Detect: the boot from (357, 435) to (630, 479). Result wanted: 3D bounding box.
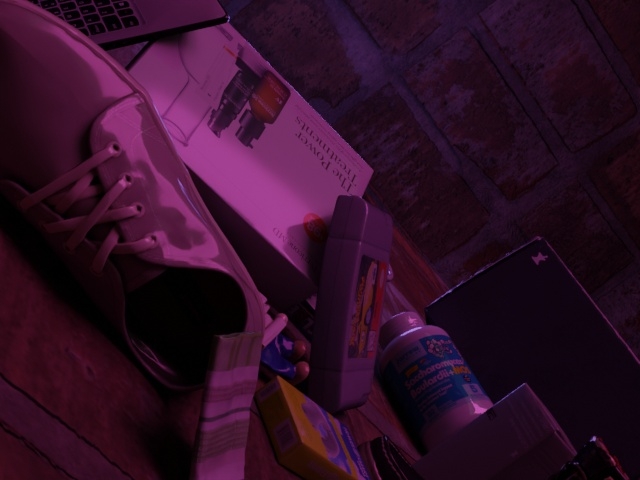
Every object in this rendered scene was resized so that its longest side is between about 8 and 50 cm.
[{"bbox_3d":[0.252,0.346,1.286,0.377,0.284,0.138,52,9,-6],"label":"boot"}]

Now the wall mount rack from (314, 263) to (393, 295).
[{"bbox_3d":[-0.028,-0.052,1.667,0.350,0.130,0.304,51,13,-7],"label":"wall mount rack"}]

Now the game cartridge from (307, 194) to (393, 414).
[{"bbox_3d":[0.042,0.091,1.382,0.196,0.060,0.294,16,82,-69],"label":"game cartridge"}]

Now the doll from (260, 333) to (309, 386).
[{"bbox_3d":[-0.094,0.107,1.237,0.189,0.046,0.129,39,25,-33],"label":"doll"}]

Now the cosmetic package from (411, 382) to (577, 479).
[{"bbox_3d":[0.255,0.340,1.488,0.107,0.238,0.127,50,7,-30],"label":"cosmetic package"}]

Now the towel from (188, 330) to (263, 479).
[{"bbox_3d":[-0.081,0.157,0.887,0.023,0.152,0.113,9,0,13],"label":"towel"}]

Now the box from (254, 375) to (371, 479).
[{"bbox_3d":[-0.001,0.246,1.192,0.178,0.042,0.109,43,14,-42],"label":"box"}]

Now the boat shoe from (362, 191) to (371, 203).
[{"bbox_3d":[-0.003,-0.116,1.856,0.324,0.122,0.120,55,10,-17],"label":"boat shoe"}]

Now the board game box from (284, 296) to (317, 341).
[{"bbox_3d":[-0.057,0.048,1.644,0.165,0.042,0.243,49,10,-19],"label":"board game box"}]

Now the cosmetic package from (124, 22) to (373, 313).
[{"bbox_3d":[-0.115,-0.126,1.393,0.377,0.097,0.284,44,43,-17],"label":"cosmetic package"}]

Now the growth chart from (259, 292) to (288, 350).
[{"bbox_3d":[-0.137,0.043,1.152,0.237,0.021,0.172,39,15,12],"label":"growth chart"}]

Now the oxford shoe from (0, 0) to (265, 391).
[{"bbox_3d":[-0.200,-0.035,0.928,0.449,0.169,0.130,55,10,-17],"label":"oxford shoe"}]

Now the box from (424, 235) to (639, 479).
[{"bbox_3d":[0.461,0.326,2.032,0.480,0.297,0.472,57,-7,24],"label":"box"}]

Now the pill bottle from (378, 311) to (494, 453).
[{"bbox_3d":[0.200,0.256,1.801,0.146,0.146,0.264,40,15,-53],"label":"pill bottle"}]

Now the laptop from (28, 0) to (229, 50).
[{"bbox_3d":[-0.378,-0.436,1.319,0.236,0.407,0.382,91,-23,-45],"label":"laptop"}]
